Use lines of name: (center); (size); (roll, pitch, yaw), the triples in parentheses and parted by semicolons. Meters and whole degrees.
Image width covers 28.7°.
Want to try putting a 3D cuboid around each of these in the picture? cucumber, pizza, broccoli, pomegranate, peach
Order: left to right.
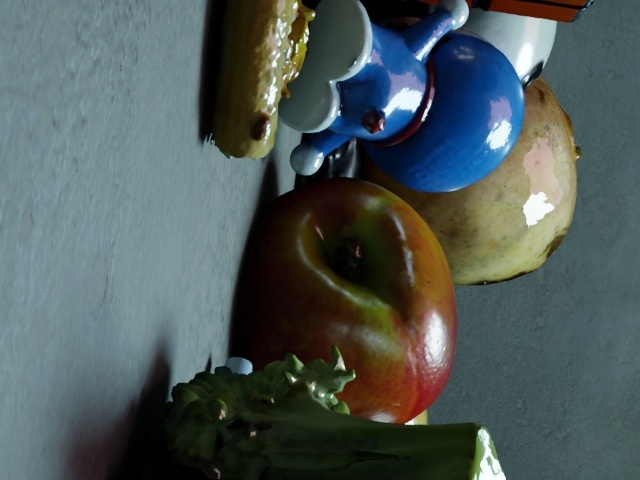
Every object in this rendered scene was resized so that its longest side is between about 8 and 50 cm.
pizza: (-0.038, -0.145, 0.904); (0.161, 0.062, 0.182); (103, -6, -88)
cucumber: (0.000, 0.000, 1.466); (0.081, 0.072, 0.304); (-13, 112, -85)
broccoli: (0.005, 0.188, 0.804); (0.247, 0.243, 0.263); (21, 55, -50)
peach: (0.019, 0.085, 1.261); (0.248, 0.245, 0.275); (-48, 170, -26)
pomegranate: (0.184, -0.090, 1.560); (0.322, 0.322, 0.322); (9, 90, -85)

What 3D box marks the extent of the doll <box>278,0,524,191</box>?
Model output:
doll: (0.071, -0.137, 1.173); (0.215, 0.256, 0.161); (-47, -132, 23)

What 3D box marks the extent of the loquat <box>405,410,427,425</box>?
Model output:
loquat: (0.051, 0.268, 1.791); (0.208, 0.208, 0.208); (9, 90, -85)

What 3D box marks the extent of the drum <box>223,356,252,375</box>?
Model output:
drum: (-0.091, 0.219, 0.987); (0.253, 0.049, 0.130); (-74, 170, -53)

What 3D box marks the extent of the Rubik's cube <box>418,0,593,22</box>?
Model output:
Rubik's cube: (0.128, -0.363, 1.108); (0.293, 0.283, 0.289); (5, 93, -88)

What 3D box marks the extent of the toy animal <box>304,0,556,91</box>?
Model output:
toy animal: (0.121, -0.248, 1.359); (0.212, 0.266, 0.213); (4, 90, -87)
